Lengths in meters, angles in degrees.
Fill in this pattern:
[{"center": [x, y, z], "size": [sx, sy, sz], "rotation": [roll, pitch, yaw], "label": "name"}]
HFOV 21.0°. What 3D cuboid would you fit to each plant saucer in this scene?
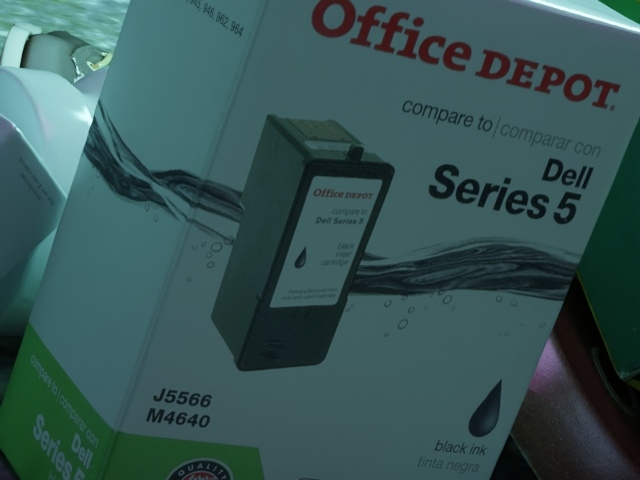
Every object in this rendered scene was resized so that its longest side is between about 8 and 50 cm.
[{"center": [0.141, 0.081, 0.897], "size": [0.198, 0.036, 0.198], "rotation": [46, 22, -25], "label": "plant saucer"}]

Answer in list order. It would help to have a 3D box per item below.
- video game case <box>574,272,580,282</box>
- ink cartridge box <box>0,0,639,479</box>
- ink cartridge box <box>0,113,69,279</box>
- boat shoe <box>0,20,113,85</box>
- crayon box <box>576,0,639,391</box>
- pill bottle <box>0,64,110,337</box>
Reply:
[{"center": [0.148, 0.004, 1.208], "size": [0.201, 0.023, 0.183], "rotation": [26, 22, 34], "label": "video game case"}, {"center": [0.000, 0.000, 0.749], "size": [0.198, 0.272, 0.115], "rotation": [10, 19, -32], "label": "ink cartridge box"}, {"center": [-0.210, 0.009, 0.749], "size": [0.104, 0.180, 0.060], "rotation": [34, -18, 40], "label": "ink cartridge box"}, {"center": [-0.164, -0.073, 1.098], "size": [0.097, 0.116, 0.324], "rotation": [14, 11, -10], "label": "boat shoe"}, {"center": [0.232, -0.047, 1.055], "size": [0.363, 0.106, 0.313], "rotation": [24, 45, -58], "label": "crayon box"}, {"center": [-0.061, -0.009, 0.916], "size": [0.278, 0.162, 0.162], "rotation": [5, 21, -40], "label": "pill bottle"}]
